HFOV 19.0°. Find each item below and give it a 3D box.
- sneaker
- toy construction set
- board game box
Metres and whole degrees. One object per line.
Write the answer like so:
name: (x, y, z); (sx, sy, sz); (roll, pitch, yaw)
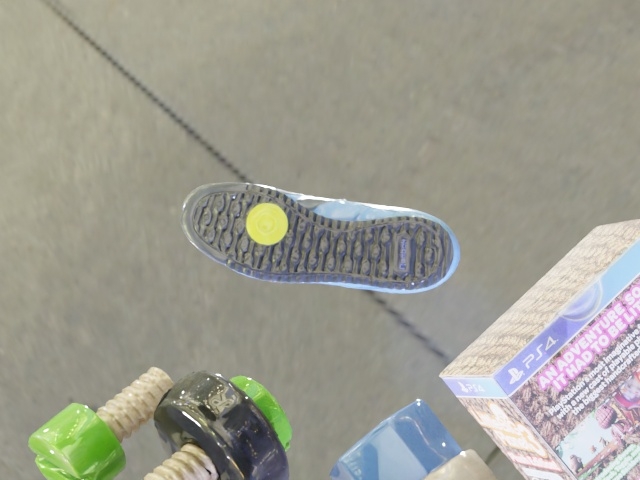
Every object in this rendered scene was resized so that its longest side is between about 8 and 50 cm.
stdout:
sneaker: (0.000, 0.000, 1.436); (0.209, 0.082, 0.069); (9, 91, 4)
toy construction set: (-0.021, 0.225, 0.659); (0.237, 0.257, 0.308); (-37, 103, -28)
board game box: (0.305, 0.163, 1.847); (0.232, 0.141, 0.291); (-41, 98, -16)
